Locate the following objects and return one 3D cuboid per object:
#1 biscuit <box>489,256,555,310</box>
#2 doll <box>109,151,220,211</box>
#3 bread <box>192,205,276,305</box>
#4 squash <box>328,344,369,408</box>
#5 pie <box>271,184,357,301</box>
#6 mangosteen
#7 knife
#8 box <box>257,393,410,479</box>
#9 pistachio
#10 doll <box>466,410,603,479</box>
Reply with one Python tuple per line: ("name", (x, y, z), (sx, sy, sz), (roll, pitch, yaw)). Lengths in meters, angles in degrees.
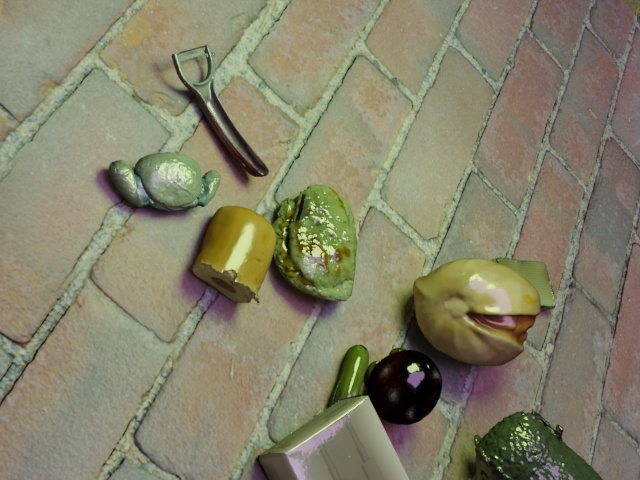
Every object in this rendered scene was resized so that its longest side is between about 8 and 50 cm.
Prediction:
("biscuit", (0.480, 0.106, 2.205), (0.199, 0.040, 0.121), (8, 63, -41))
("doll", (-0.264, -0.102, 1.612), (0.214, 0.071, 0.104), (1, 69, -38))
("bread", (-0.144, 0.019, 1.653), (0.134, 0.085, 0.173), (35, 51, -25))
("squash", (0.052, 0.271, 1.738), (0.052, 0.052, 0.183), (39, 52, -22))
("pie", (0.000, 0.000, 1.789), (0.201, 0.090, 0.248), (24, 52, -28))
("mangosteen", (0.154, 0.274, 1.772), (0.152, 0.152, 0.153), (19, 59, -35))
("knife", (-0.182, -0.238, 1.764), (0.123, 0.053, 0.278), (-34, 95, -50))
("box", (0.040, 0.425, 1.597), (0.203, 0.106, 0.252), (-27, 92, -37))
("pistachio", (0.325, 0.145, 1.935), (0.308, 0.229, 0.230), (15, 61, -42))
("doll", (0.438, 0.509, 1.853), (0.350, 0.247, 0.247), (55, 45, -12))
